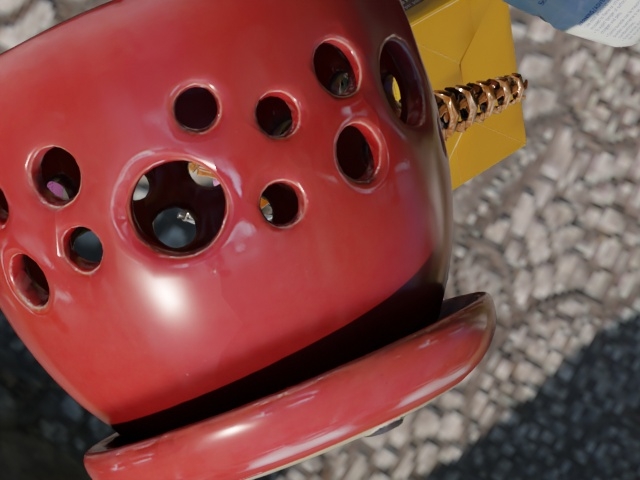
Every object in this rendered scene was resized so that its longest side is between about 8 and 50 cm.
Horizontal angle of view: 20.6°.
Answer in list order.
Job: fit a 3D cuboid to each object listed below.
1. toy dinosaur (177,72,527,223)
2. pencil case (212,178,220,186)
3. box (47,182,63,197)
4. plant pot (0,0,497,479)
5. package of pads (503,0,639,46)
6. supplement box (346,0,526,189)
[{"bbox_3d":[-0.021,-0.117,1.262,0.322,0.164,0.218,0,92,-34],"label":"toy dinosaur"},{"bbox_3d":[0.000,0.000,1.957,0.167,0.386,0.160,-42,119,1],"label":"pencil case"},{"bbox_3d":[-0.355,-0.082,1.368,0.213,0.243,0.117,-32,161,-24],"label":"box"},{"bbox_3d":[-0.036,-0.003,0.680,0.191,0.191,0.174,-23,92,-33],"label":"plant pot"},{"bbox_3d":[0.186,-0.269,0.880,0.101,0.229,0.296,23,59,-8],"label":"package of pads"},{"bbox_3d":[0.072,-0.172,1.644,0.129,0.194,0.191,-31,130,-23],"label":"supplement box"}]
